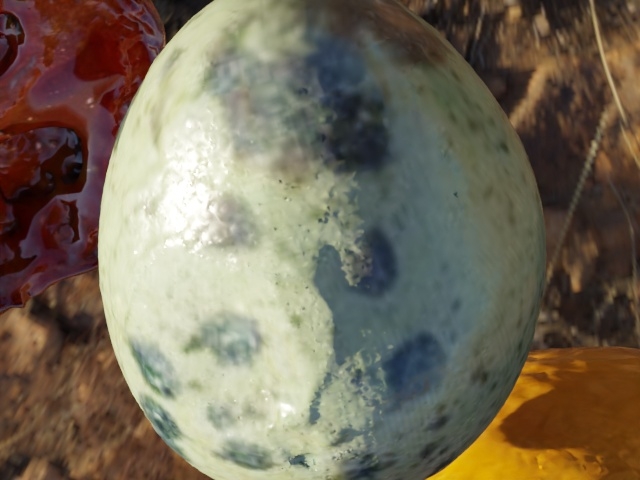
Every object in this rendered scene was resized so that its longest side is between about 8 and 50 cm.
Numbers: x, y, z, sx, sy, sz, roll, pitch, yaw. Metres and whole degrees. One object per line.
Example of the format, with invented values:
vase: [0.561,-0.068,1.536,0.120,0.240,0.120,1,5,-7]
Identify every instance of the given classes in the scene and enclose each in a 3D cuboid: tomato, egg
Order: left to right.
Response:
tomato: [-0.182,-0.058,0.826,0.228,0.101,0.228,-16,133,-18]
egg: [0.000,0.000,0.615,0.141,0.141,0.182,-2,129,4]

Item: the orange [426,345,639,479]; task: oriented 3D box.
orange: [0.095,0.170,0.747,0.261,0.261,0.261,1,107,4]
